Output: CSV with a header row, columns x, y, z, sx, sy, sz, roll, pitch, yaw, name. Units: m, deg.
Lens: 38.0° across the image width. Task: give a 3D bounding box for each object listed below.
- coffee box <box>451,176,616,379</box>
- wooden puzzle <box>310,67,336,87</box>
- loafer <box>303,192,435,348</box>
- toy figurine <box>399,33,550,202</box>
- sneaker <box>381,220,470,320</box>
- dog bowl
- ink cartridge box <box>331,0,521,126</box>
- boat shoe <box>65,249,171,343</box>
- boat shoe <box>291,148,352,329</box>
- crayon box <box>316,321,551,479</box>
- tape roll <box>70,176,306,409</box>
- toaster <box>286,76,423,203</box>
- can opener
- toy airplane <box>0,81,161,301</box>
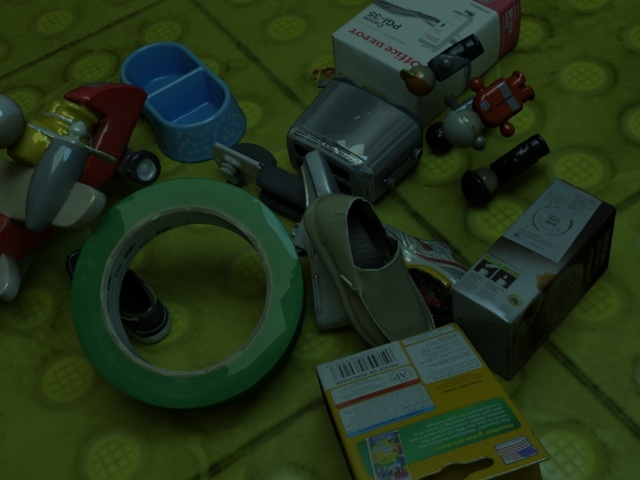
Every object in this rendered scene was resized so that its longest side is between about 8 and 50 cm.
x,y,z,sx,sy,sz,roll,pitch,yaw,name
0.295,0.050,1.283,0.098,0.141,0.246,32,63,31,coffee box
0.022,-0.300,1.709,0.083,0.006,0.049,0,51,10,wooden puzzle
0.076,0.051,1.269,0.102,0.092,0.268,-39,98,-32,loafer
0.234,-0.189,1.451,0.148,0.213,0.209,-34,50,-2,toy figurine
0.140,0.036,1.373,0.092,0.088,0.225,-23,47,-36,sneaker
-0.257,-0.260,1.681,0.166,0.074,0.297,-32,53,-17,dog bowl
0.188,-0.355,1.652,0.207,0.117,0.283,34,63,29,ink cartridge box
-0.316,0.069,1.420,0.227,0.069,0.081,32,62,30,boat shoe
0.000,0.000,1.369,0.088,0.096,0.268,-16,82,10,boat shoe
0.126,0.230,1.118,0.203,0.083,0.323,-17,23,-4,crayon box
-0.181,0.075,1.300,0.321,0.077,0.321,-1,76,2,tape roll
0.046,-0.162,1.508,0.227,0.129,0.146,31,64,22,toaster
-0.065,-0.097,1.512,0.280,0.074,0.093,30,60,29,can opener
-0.468,-0.098,1.450,0.386,0.272,0.384,-21,36,16,toy airplane
